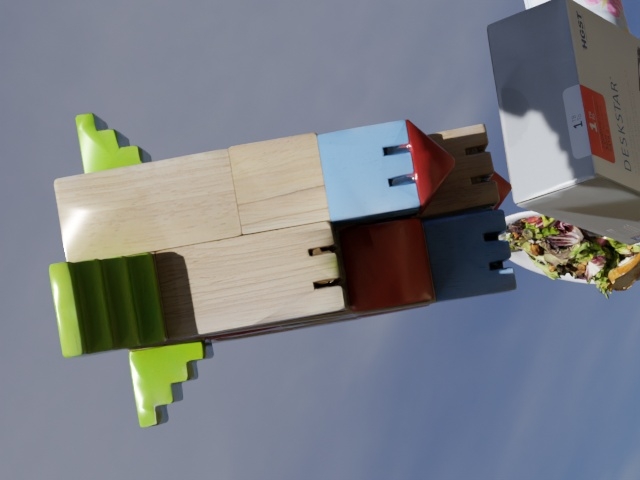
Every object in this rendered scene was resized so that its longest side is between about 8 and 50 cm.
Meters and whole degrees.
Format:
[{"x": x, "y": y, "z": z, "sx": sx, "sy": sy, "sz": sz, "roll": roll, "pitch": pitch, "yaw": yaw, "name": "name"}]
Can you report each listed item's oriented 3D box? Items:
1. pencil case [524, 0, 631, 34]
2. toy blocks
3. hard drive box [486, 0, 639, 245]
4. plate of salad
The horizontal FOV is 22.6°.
[{"x": 0.289, "y": -0.326, "z": 1.940, "sx": 0.124, "sy": 0.273, "sz": 0.113, "roll": -1, "pitch": -26, "yaw": -29, "name": "pencil case"}, {"x": 0.000, "y": 0.000, "z": 0.985, "sx": 0.381, "sy": 0.261, "sz": 0.191, "roll": 47, "pitch": -147, "yaw": -85, "name": "toy blocks"}, {"x": 0.264, "y": -0.108, "z": 1.528, "sx": 0.089, "sy": 0.181, "sz": 0.232, "roll": -18, "pitch": -19, "yaw": 34, "name": "hard drive box"}, {"x": 0.291, "y": 0.018, "z": 1.832, "sx": 0.200, "sy": 0.200, "sz": 0.048, "roll": 71, "pitch": -150, "yaw": -66, "name": "plate of salad"}]
